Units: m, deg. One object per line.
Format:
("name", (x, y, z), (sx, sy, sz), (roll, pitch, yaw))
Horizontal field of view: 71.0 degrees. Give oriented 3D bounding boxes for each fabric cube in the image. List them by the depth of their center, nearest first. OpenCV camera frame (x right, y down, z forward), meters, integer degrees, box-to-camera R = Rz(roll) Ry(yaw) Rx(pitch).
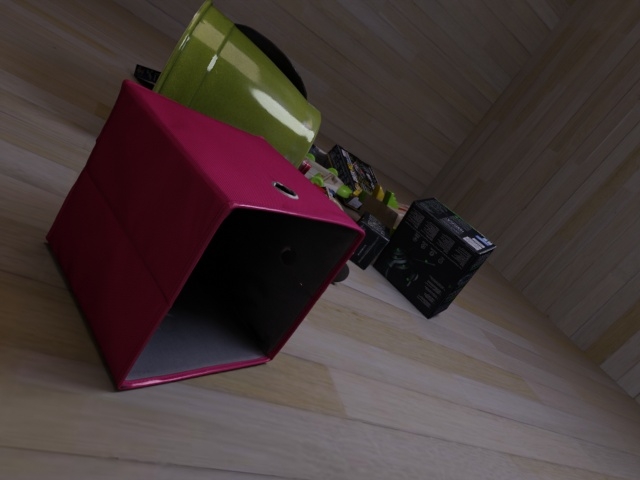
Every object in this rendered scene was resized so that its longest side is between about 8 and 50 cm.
("fabric cube", (-0.150, -0.005, 0.596), (0.258, 0.259, 0.254), (47, 21, 30))

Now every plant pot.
("plant pot", (-0.202, -0.305, 1.090), (0.353, 0.366, 0.366), (29, 18, -20))

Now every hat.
("hat", (-0.172, -0.463, 1.246), (0.331, 0.331, 0.133), (33, 52, -10))

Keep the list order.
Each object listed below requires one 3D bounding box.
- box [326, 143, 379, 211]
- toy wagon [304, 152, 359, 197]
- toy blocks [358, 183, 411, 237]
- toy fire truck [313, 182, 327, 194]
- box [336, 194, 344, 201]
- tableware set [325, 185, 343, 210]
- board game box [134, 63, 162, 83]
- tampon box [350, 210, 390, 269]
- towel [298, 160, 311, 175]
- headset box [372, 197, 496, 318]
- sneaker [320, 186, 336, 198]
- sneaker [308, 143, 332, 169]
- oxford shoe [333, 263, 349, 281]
("box", (0.173, -0.258, 2.034), (0.257, 0.079, 0.321), (21, 40, -41))
("toy wagon", (-0.003, -0.256, 1.819), (0.344, 0.068, 0.267), (33, 22, 4))
("toy blocks", (0.319, -0.065, 1.669), (0.261, 0.190, 0.381), (15, 16, -21))
("toy fire truck", (-0.042, -0.095, 1.300), (0.047, 0.135, 0.192), (36, 30, -26))
("box", (0.057, -0.238, 2.014), (0.201, 0.021, 0.164), (32, 18, -13))
("tableware set", (0.041, -0.060, 1.173), (0.128, 0.039, 0.194), (33, 28, -31))
("board game box", (-0.515, -0.542, 1.547), (0.165, 0.042, 0.243), (10, 16, -46))
("tampon box", (0.138, -0.004, 1.384), (0.101, 0.120, 0.161), (37, 17, -1))
("towel", (-0.179, -0.261, 1.380), (0.275, 0.199, 0.031), (33, 59, -12))
("headset box", (0.328, 0.057, 1.350), (0.131, 0.283, 0.246), (-12, 48, -48))
("sneaker", (0.005, -0.099, 1.378), (0.079, 0.121, 0.217), (26, 20, -27))
("sneaker", (0.024, -0.389, 2.214), (0.297, 0.111, 0.129), (41, 12, 12))
("oxford shoe", (-0.023, 0.029, 1.077), (0.212, 0.076, 0.076), (31, 10, -15))
